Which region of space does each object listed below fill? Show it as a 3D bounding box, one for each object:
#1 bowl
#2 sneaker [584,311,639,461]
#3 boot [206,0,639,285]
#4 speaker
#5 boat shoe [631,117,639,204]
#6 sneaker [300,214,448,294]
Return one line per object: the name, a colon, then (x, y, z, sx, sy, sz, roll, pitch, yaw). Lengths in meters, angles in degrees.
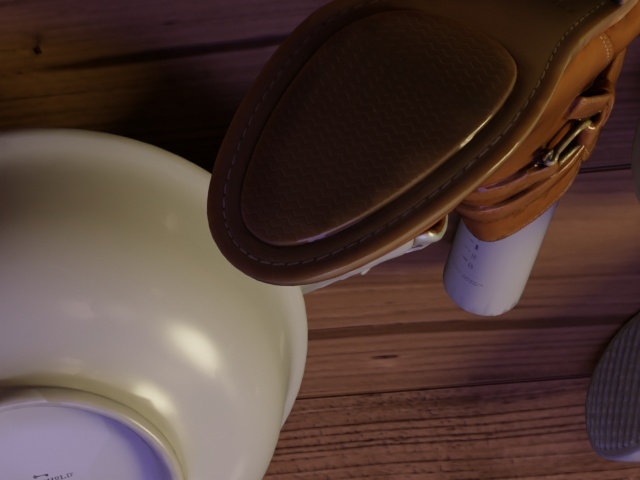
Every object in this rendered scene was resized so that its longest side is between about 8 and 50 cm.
bowl: (-0.147, 0.098, 0.868, 0.298, 0.134, 0.298, -3, 123, -5)
sneaker: (0.315, 0.084, 1.094, 0.161, 0.102, 0.282, 17, 141, -28)
boot: (0.064, -0.054, 0.765, 0.109, 0.283, 0.220, 32, 161, 16)
speaker: (0.113, -0.011, 0.995, 0.055, 0.055, 0.136, 3, 144, -5)
boat shoe: (0.403, -0.083, 0.798, 0.500, 0.186, 0.156, -21, 145, 34)
sneaker: (0.000, 0.000, 0.964, 0.123, 0.106, 0.290, 22, 138, -24)
